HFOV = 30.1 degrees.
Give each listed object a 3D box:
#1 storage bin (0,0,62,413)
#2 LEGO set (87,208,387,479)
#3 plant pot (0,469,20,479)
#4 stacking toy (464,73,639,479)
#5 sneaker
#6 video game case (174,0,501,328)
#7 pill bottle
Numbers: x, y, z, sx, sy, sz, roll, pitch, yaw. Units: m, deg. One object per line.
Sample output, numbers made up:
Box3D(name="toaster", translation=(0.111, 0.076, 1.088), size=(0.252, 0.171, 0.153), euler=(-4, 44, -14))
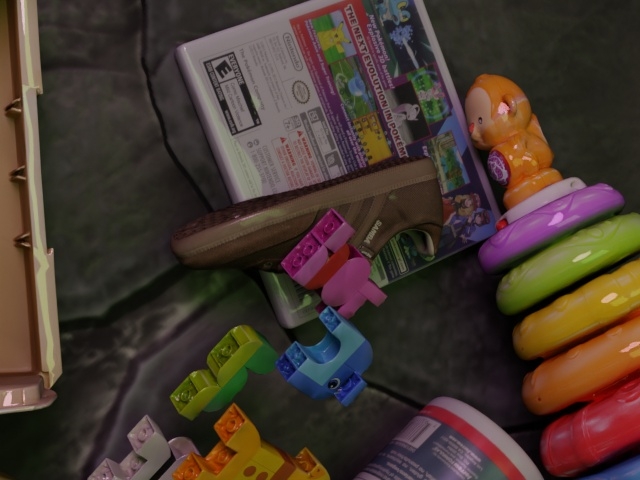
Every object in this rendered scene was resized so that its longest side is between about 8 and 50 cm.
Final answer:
Box3D(name="storage bin", translation=(-0.276, -0.031, 0.638), size=(0.260, 0.123, 0.262), euler=(-4, 90, -23))
Box3D(name="LEGO set", translation=(-0.024, 0.106, 0.727), size=(0.227, 0.087, 0.093), euler=(-47, 129, 5))
Box3D(name="plant pot", translation=(-0.222, 0.204, 0.554), size=(0.275, 0.293, 0.274), euler=(-2, 94, -22))
Box3D(name="stacking toy", translation=(0.173, 0.020, 0.794), size=(0.166, 0.175, 0.301), euler=(-24, 80, -14))
Box3D(name="sneaker", translation=(0.000, 0.000, 0.761), size=(0.188, 0.066, 0.071), euler=(-17, 100, -21))
Box3D(name="video game case", translation=(0.018, -0.066, 0.820), size=(0.183, 0.023, 0.201), euler=(-23, 96, -22))
Box3D(name="pill bottle", translation=(0.055, 0.200, 0.780), size=(0.180, 0.108, 0.108), euler=(-43, 104, -18))
